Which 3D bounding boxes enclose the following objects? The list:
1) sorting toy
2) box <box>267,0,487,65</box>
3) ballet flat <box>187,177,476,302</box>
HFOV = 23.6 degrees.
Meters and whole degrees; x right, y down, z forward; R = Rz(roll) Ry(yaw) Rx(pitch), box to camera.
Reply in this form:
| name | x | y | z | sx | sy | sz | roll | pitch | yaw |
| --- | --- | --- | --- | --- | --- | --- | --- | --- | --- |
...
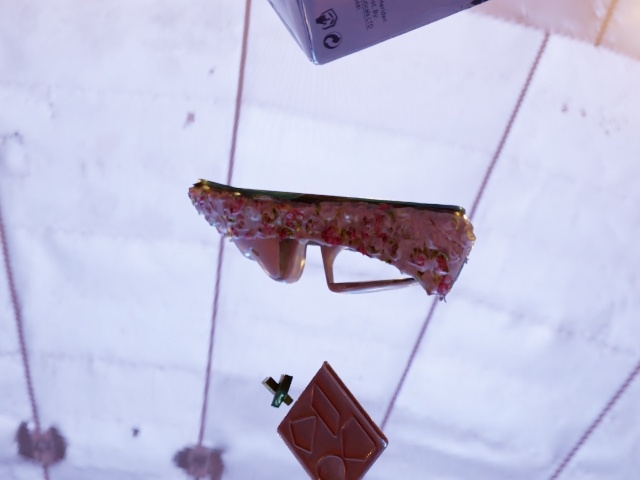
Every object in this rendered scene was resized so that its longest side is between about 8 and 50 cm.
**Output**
| name | x | y | z | sx | sy | sz | roll | pitch | yaw |
| --- | --- | --- | --- | --- | --- | --- | --- | --- | --- |
| sorting toy | 0.000 | 0.092 | 0.801 | 0.083 | 0.012 | 0.062 | 51 | -51 | 27 |
| box | 0.095 | -0.202 | 0.839 | 0.275 | 0.113 | 0.094 | -21 | -49 | -7 |
| ballet flat | 0.000 | 0.000 | 1.165 | 0.241 | 0.091 | 0.077 | 7 | -93 | 26 |
